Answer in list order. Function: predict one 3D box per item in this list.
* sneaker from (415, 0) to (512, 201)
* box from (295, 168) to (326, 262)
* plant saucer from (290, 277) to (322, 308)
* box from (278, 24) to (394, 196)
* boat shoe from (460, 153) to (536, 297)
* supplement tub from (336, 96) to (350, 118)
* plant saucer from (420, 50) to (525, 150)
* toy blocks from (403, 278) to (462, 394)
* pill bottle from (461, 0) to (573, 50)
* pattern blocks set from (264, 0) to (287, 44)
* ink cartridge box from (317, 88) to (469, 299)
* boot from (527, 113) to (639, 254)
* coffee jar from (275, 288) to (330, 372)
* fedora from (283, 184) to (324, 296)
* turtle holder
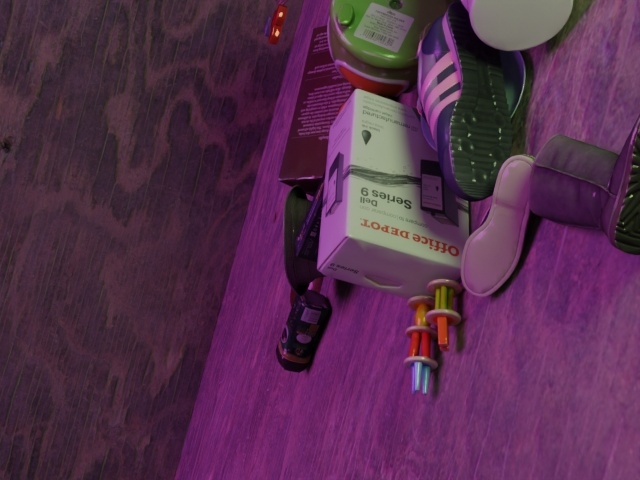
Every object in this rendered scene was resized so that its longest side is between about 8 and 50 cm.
[{"bbox_3d":[0.197,-0.185,1.106,0.131,0.112,0.319,-38,43,55],"label":"sneaker"},{"bbox_3d":[0.077,-0.051,1.392,0.059,0.183,0.232,-96,25,-55],"label":"box"},{"bbox_3d":[-0.040,0.108,1.955,0.198,0.036,0.198,-165,90,-76],"label":"plant saucer"},{"bbox_3d":[0.052,-0.294,1.702,0.191,0.143,0.381,2,74,46],"label":"box"},{"bbox_3d":[0.250,-0.018,1.010,0.065,0.075,0.206,-20,-48,-53],"label":"boat shoe"},{"bbox_3d":[0.090,-0.215,1.441,0.198,0.106,0.106,-108,36,-60],"label":"supplement tub"},{"bbox_3d":[0.240,-0.216,1.164,0.195,0.037,0.195,-23,58,41],"label":"plant saucer"},{"bbox_3d":[0.165,0.146,1.123,0.123,0.054,0.148,129,153,-58],"label":"toy blocks"},{"bbox_3d":[0.270,-0.412,1.086,0.160,0.160,0.283,121,158,-47],"label":"pill bottle"},{"bbox_3d":[-0.060,-0.586,1.599,0.285,0.026,0.325,-110,36,-66],"label":"pattern blocks set"},{"bbox_3d":[0.120,-0.070,1.205,0.121,0.211,0.289,128,152,-53],"label":"ink cartridge box"},{"bbox_3d":[0.310,-0.089,0.821,0.208,0.076,0.189,-102,32,-73],"label":"boot"},{"bbox_3d":[-0.044,0.213,1.777,0.096,0.079,0.184,-114,42,-64],"label":"coffee jar"},{"bbox_3d":[0.000,0.000,1.654,0.275,0.124,0.243,61,-152,-78],"label":"fedora"},{"bbox_3d":[0.130,-0.428,1.470,0.227,0.243,0.320,97,168,-66],"label":"turtle holder"}]
